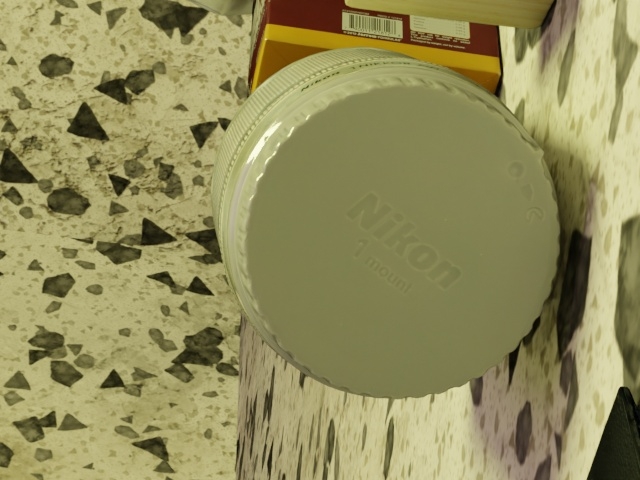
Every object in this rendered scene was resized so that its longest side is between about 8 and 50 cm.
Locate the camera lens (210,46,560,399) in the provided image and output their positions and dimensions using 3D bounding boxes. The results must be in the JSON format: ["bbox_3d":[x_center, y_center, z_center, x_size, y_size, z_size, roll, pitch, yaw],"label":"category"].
[{"bbox_3d":[0.037,-0.018,1.184,0.274,0.219,0.219,-121,38,-80],"label":"camera lens"}]

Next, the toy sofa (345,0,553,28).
[{"bbox_3d":[0.109,-0.346,1.216,0.177,0.150,0.362,110,165,-69],"label":"toy sofa"}]

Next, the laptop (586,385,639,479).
[{"bbox_3d":[0.082,0.241,0.885,0.234,0.137,0.264,-93,11,-53],"label":"laptop"}]

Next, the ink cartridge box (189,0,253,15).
[{"bbox_3d":[-0.016,-0.372,1.645,0.308,0.091,0.385,-66,-8,13],"label":"ink cartridge box"}]

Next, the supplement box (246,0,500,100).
[{"bbox_3d":[0.040,-0.169,1.452,0.129,0.191,0.194,104,171,-45],"label":"supplement box"}]
